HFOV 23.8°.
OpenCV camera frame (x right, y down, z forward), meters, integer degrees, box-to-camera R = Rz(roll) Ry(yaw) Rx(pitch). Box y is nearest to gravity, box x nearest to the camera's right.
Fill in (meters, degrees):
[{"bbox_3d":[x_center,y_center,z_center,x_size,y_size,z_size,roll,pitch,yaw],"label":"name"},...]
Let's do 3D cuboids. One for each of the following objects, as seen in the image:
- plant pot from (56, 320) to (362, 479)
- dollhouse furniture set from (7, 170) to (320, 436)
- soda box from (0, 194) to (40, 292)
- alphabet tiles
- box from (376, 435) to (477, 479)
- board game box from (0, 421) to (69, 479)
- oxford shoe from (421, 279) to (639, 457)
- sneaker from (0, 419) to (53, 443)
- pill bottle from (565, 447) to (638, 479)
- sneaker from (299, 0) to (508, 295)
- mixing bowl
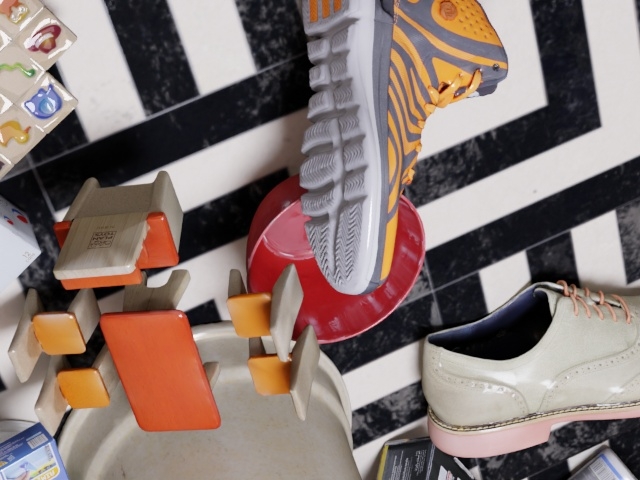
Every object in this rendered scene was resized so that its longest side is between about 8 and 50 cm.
[{"bbox_3d":[-0.072,0.302,1.509,0.333,0.305,0.334,-11,125,-17],"label":"plant pot"},{"bbox_3d":[-0.156,0.079,1.365,0.262,0.135,0.259,-5,128,13],"label":"dollhouse furniture set"},{"bbox_3d":[-0.353,0.050,1.364,0.216,0.074,0.069,-45,127,8],"label":"soda box"},{"bbox_3d":[-0.329,-0.128,1.274,0.237,0.009,0.198,-43,114,7],"label":"alphabet tiles"},{"bbox_3d":[0.134,0.420,1.688,0.079,0.322,0.257,-13,137,34],"label":"box"},{"bbox_3d":[-0.325,0.272,1.416,0.201,0.035,0.136,-28,132,-22],"label":"board game box"},{"bbox_3d":[0.298,0.110,1.656,0.397,0.140,0.146,-20,119,-11],"label":"oxford shoe"},{"bbox_3d":[-0.351,0.218,1.463,0.212,0.094,0.080,2,120,-26],"label":"sneaker"},{"bbox_3d":[0.321,0.322,1.843,0.137,0.078,0.078,-41,128,6],"label":"pill bottle"},{"bbox_3d":[0.084,-0.110,1.361,0.180,0.124,0.321,3,87,-31],"label":"sneaker"},{"bbox_3d":[0.000,0.000,1.476,0.181,0.098,0.181,-11,124,-17],"label":"mixing bowl"}]
